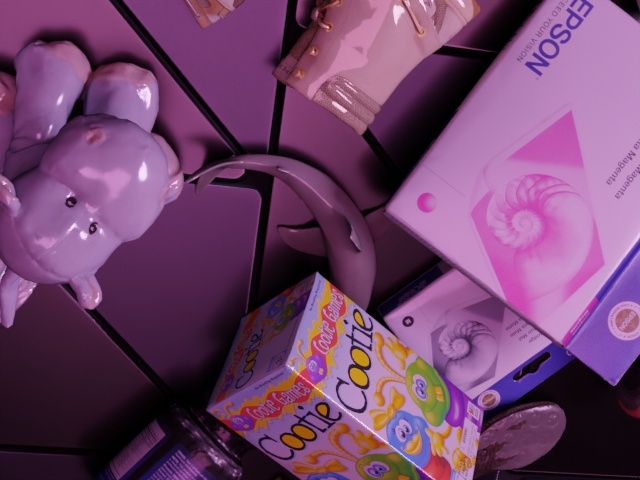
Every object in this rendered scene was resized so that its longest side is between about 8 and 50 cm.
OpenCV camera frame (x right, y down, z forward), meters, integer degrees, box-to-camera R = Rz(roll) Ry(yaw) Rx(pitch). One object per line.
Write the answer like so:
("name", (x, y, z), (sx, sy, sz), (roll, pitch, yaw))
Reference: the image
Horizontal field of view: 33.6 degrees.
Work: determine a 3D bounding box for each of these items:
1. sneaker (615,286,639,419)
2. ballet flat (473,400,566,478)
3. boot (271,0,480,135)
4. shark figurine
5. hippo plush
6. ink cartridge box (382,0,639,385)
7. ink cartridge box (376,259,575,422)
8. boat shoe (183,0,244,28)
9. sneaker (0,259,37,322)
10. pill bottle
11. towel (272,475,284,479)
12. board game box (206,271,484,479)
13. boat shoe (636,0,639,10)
("sneaker", (0.380, 0.089, 1.251), (0.135, 0.097, 0.276), (-8, 112, -39))
("ballet flat", (0.191, 0.268, 1.333), (0.249, 0.058, 0.084), (-29, 110, -3))
("boot", (0.010, -0.253, 1.094), (0.262, 0.095, 0.203), (39, 101, -23))
("shark figurine", (-0.004, -0.027, 1.162), (0.166, 0.116, 0.278), (-44, 112, 6))
("hippo plush", (-0.268, -0.063, 1.021), (0.294, 0.236, 0.234), (-38, 106, -4))
("ink cartridge box", (0.292, -0.062, 1.144), (0.330, 0.071, 0.324), (37, 91, 1))
("ink cartridge box", (0.219, 0.103, 1.277), (0.223, 0.045, 0.224), (-37, 111, 5))
("boat shoe", (-0.162, -0.293, 1.068), (0.072, 0.068, 0.190), (-35, 112, 17))
("sneaker", (-0.382, 0.082, 1.177), (0.061, 0.054, 0.152), (41, 92, -14))
("pill bottle", (-0.169, 0.268, 1.226), (0.219, 0.123, 0.123), (-43, 111, -5))
("towel", (-0.012, 0.407, 1.366), (0.102, 0.021, 0.237), (-39, 111, 10))
("board game box", (0.035, 0.191, 1.201), (0.275, 0.144, 0.142), (39, 132, -20))
("boat shoe", (0.375, -0.370, 1.100), (0.113, 0.127, 0.340), (-30, 106, -29))
